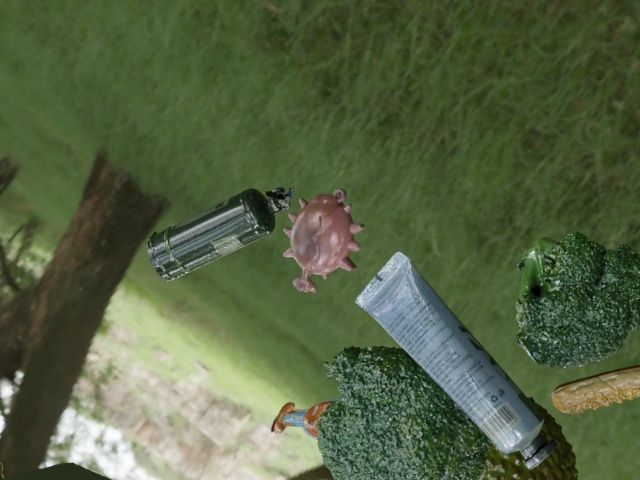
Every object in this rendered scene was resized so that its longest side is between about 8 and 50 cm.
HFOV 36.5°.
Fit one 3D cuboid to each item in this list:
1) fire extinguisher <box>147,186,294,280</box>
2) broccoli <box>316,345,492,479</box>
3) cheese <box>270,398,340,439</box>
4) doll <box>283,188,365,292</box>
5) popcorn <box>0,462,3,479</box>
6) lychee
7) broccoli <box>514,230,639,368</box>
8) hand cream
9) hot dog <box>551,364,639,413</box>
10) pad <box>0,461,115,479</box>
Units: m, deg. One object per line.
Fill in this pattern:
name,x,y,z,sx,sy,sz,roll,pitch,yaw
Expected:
fire extinguisher,-0.159,-0.028,1.700,0.118,0.294,0.093,20,-132,-68
broccoli,0.126,0.275,1.457,0.241,0.269,0.261,-132,30,-81
cheese,-0.022,0.410,2.234,0.256,0.106,0.037,-9,137,46
doll,0.000,0.000,2.232,0.211,0.261,0.093,24,-164,31
popcorn,-0.863,0.608,2.183,0.312,0.312,0.312,38,172,6
lychee,0.340,0.442,1.807,0.270,0.319,0.270,14,156,6
broccoli,0.460,0.106,1.762,0.294,0.265,0.245,114,140,-55
hand cream,0.153,0.135,1.076,0.271,0.091,0.058,47,-145,14
hot dog,0.431,0.223,1.455,0.071,0.165,0.045,39,-142,-57
pad,-0.452,0.404,1.590,0.267,0.181,0.004,-4,94,57
